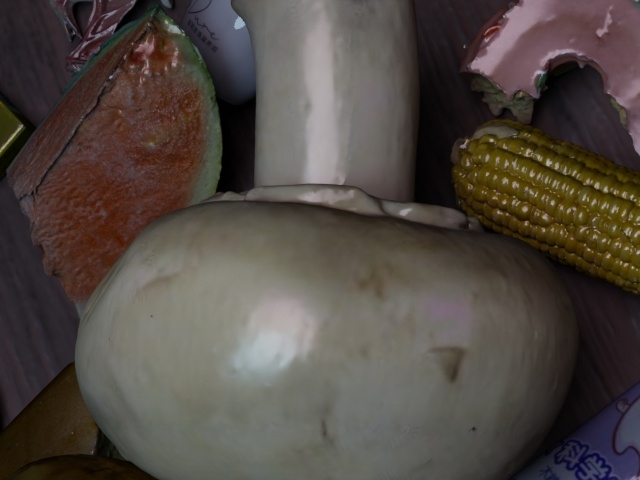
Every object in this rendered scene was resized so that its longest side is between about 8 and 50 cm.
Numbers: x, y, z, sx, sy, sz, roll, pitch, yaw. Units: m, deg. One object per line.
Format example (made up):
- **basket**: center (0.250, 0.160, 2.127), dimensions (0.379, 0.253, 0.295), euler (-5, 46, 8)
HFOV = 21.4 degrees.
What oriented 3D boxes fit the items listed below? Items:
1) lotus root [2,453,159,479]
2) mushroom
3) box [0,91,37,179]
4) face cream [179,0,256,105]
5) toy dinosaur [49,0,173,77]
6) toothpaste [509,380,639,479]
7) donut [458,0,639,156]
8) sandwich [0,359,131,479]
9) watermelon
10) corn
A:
- **lotus root**: center (-0.124, 0.225, 1.077), dimensions (0.141, 0.314, 0.169), euler (-42, 31, 28)
- **mushroom**: center (0.000, 0.000, 1.042), dimensions (0.315, 0.314, 0.336), euler (-2, 88, 20)
- **box**: center (-0.322, -0.051, 1.319), dimensions (0.121, 0.030, 0.193), euler (44, 96, 22)
- **face cream**: center (-0.052, -0.152, 1.208), dimensions (0.091, 0.091, 0.095), euler (47, 106, 22)
- **toy dinosaur**: center (-0.168, -0.195, 1.287), dimensions (0.108, 0.032, 0.220), euler (-14, 81, 16)
- **toothpaste**: center (0.200, 0.151, 1.074), dimensions (0.371, 0.080, 0.125), euler (-33, 63, 4)
- **donut**: center (0.183, -0.120, 1.127), dimensions (0.166, 0.065, 0.117), euler (28, 87, 23)
- **sandwich**: center (-0.183, 0.173, 1.187), dimensions (0.244, 0.090, 0.088), euler (-48, 51, 2)
- **watermelon**: center (-0.150, -0.075, 1.224), dimensions (0.231, 0.128, 0.146), euler (-53, 35, 16)
- **corn**: center (0.185, -0.013, 1.094), dimensions (0.238, 0.080, 0.080), euler (27, 90, 28)
